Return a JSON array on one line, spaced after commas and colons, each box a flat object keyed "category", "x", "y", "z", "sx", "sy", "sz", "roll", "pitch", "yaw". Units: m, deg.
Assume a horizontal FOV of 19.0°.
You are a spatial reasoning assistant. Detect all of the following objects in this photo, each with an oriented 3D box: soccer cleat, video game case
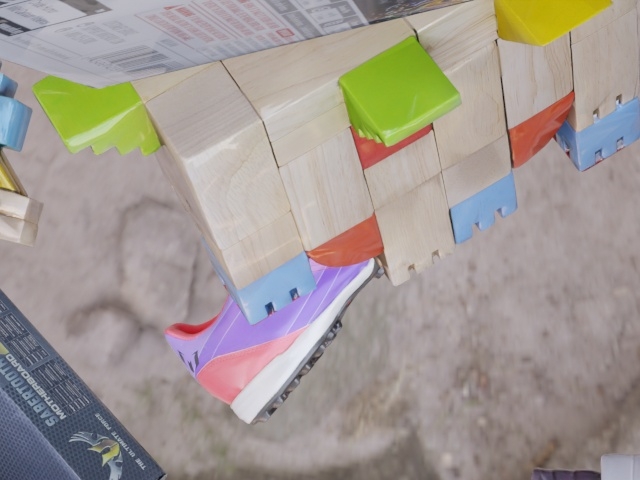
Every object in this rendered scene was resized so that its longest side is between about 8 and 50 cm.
[{"category": "soccer cleat", "x": 0.000, "y": 0.000, "z": 1.552, "sx": 0.116, "sy": 0.108, "sz": 0.318, "roll": 38, "pitch": 102, "yaw": 3}, {"category": "video game case", "x": 0.011, "y": -0.067, "z": 0.402, "sx": 0.173, "sy": 0.190, "sz": 0.022, "roll": -12, "pitch": 89, "yaw": 6}]

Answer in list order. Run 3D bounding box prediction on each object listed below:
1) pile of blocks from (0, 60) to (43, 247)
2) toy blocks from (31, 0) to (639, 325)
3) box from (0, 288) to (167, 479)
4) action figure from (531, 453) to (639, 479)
[{"category": "pile of blocks", "x": -0.349, "y": -0.156, "z": 1.660, "sx": 0.149, "sy": 0.112, "sz": 0.362, "roll": -37, "pitch": 80, "yaw": 4}, {"category": "toy blocks", "x": 0.047, "y": -0.081, "z": 1.156, "sx": 0.381, "sy": 0.191, "sz": 0.261, "roll": -30, "pitch": 150, "yaw": -8}, {"category": "box", "x": -0.219, "y": 0.118, "z": 1.163, "sx": 0.233, "sy": 0.059, "sz": 0.183, "roll": 47, "pitch": 131, "yaw": 10}, {"category": "action figure", "x": 0.258, "y": 0.134, "z": 0.981, "sx": 0.285, "sy": 0.185, "sz": 0.099, "roll": -19, "pitch": 64, "yaw": 15}]
